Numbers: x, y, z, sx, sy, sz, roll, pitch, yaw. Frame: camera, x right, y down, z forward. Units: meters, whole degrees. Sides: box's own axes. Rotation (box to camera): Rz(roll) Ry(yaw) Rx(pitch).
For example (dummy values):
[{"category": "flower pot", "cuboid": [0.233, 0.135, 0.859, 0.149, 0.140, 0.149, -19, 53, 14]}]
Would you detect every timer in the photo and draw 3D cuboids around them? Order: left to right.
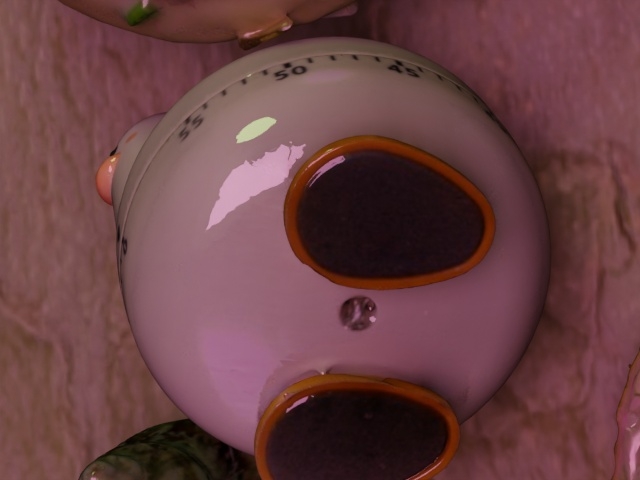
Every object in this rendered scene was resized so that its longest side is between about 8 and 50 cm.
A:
[{"category": "timer", "cuboid": [0.000, 0.000, 1.071, 0.233, 0.240, 0.233, -4, 114, -9]}]

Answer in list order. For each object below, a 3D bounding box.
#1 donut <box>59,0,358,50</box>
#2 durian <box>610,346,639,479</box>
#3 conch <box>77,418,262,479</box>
[{"category": "donut", "cuboid": [-0.037, -0.267, 1.055, 0.371, 0.150, 0.307, -31, 91, 9]}, {"category": "durian", "cuboid": [0.222, 0.100, 1.031, 0.165, 0.132, 0.182, -9, 94, 23]}, {"category": "conch", "cuboid": [-0.060, 0.183, 1.095, 0.181, 0.187, 0.124, 14, 140, -21]}]
